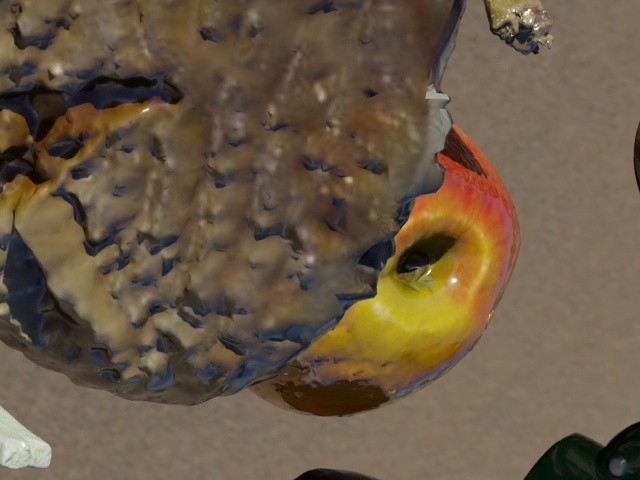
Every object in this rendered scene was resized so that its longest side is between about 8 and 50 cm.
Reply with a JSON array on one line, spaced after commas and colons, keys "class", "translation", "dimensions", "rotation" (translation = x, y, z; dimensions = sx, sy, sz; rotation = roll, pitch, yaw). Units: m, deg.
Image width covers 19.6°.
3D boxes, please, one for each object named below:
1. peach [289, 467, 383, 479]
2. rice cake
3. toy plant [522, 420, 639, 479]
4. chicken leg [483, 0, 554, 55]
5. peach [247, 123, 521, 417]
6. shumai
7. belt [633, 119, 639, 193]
[{"class": "peach", "translation": [-0.003, 0.368, 1.756], "dimensions": [0.281, 0.281, 0.338], "rotation": [-40, 168, -37]}, {"class": "rice cake", "translation": [-0.407, 0.222, 2.245], "dimensions": [0.080, 0.221, 0.042], "rotation": [13, 99, -42]}, {"class": "toy plant", "translation": [0.246, 0.240, 1.306], "dimensions": [0.112, 0.243, 0.232], "rotation": [-17, 167, -47]}, {"class": "chicken leg", "translation": [0.135, -0.244, 1.499], "dimensions": [0.080, 0.196, 0.125], "rotation": [-33, 128, 16]}, {"class": "peach", "translation": [-0.001, -0.002, 1.671], "dimensions": [0.372, 0.372, 0.290], "rotation": [-34, 121, -43]}, {"class": "shumai", "translation": [-0.049, -0.130, 0.781], "dimensions": [0.283, 0.217, 0.346], "rotation": [-85, 180, -60]}, {"class": "belt", "translation": [0.330, -0.042, 1.163], "dimensions": [0.261, 0.105, 0.184], "rotation": [8, 100, -25]}]
